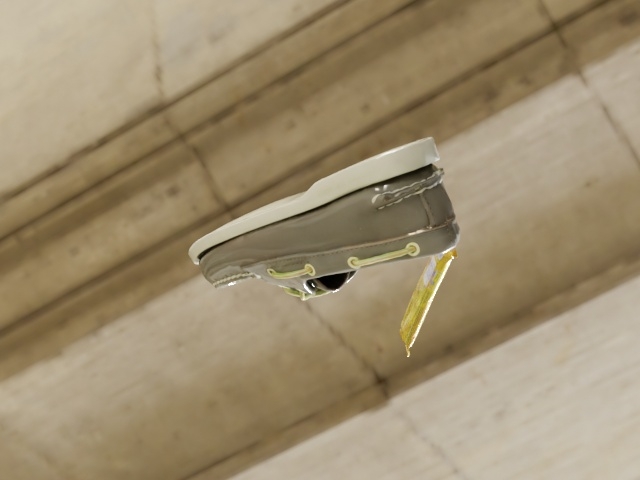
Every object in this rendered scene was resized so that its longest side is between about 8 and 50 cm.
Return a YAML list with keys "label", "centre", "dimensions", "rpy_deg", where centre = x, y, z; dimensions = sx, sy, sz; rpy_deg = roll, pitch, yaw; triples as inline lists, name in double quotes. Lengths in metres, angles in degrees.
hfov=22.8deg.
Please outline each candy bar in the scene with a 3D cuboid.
- label: "candy bar"
  centre: [0.119, 0.061, 1.791]
  dimensions: [0.018, 0.161, 0.040]
  rpy_deg: [8, -142, -18]

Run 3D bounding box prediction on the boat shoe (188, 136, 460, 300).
- label: "boat shoe"
  centre: [-0.003, 0.001, 1.320]
  dimensions: [0.109, 0.305, 0.091]
  rpy_deg: [-24, -89, -41]
